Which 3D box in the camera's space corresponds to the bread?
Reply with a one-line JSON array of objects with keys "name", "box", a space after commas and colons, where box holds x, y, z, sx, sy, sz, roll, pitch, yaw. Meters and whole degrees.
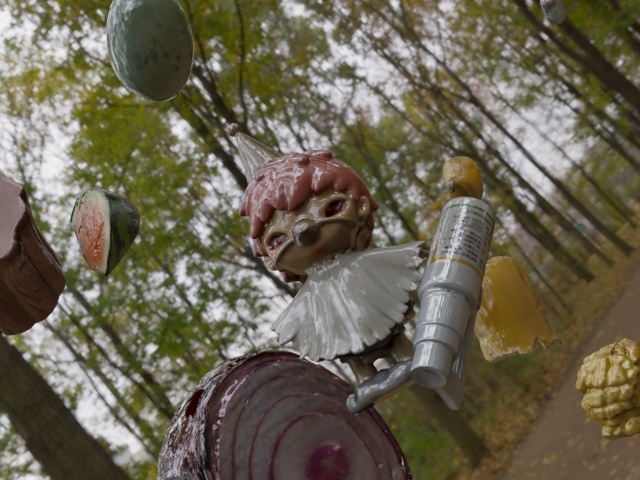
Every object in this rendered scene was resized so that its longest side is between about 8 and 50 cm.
[{"name": "bread", "box": [0.292, 0.104, 1.245, 0.134, 0.173, 0.085, -9, -22, -39]}]

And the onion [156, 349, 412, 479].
[{"name": "onion", "box": [-0.063, 0.321, 0.971, 0.282, 0.337, 0.260, -31, -13, -47]}]

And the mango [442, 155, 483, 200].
[{"name": "mango", "box": [0.291, -0.118, 1.620, 0.075, 0.098, 0.190, -42, 10, 22]}]

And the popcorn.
[{"name": "popcorn", "box": [0.701, 0.347, 1.833, 0.250, 0.250, 0.190, -38, 24, -24]}]

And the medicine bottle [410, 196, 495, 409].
[{"name": "medicine bottle", "box": [0.139, 0.060, 0.814, 0.061, 0.092, 0.221, -12, 39, 35]}]

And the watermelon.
[{"name": "watermelon", "box": [-0.357, -0.021, 1.302, 0.063, 0.245, 0.119, 30, -85, -39]}]

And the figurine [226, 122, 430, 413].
[{"name": "figurine", "box": [0.000, 0.000, 0.911, 0.207, 0.387, 0.166, -31, -18, 13]}]

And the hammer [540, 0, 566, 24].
[{"name": "hammer", "box": [0.373, -0.383, 1.265, 0.031, 0.053, 0.083, -11, 39, 32]}]

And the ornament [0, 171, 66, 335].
[{"name": "ornament", "box": [-0.543, 0.037, 1.305, 0.221, 0.235, 0.218, -41, -31, -21]}]

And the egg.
[{"name": "egg", "box": [-0.335, -0.387, 1.568, 0.169, 0.169, 0.237, -33, -47, -40]}]
